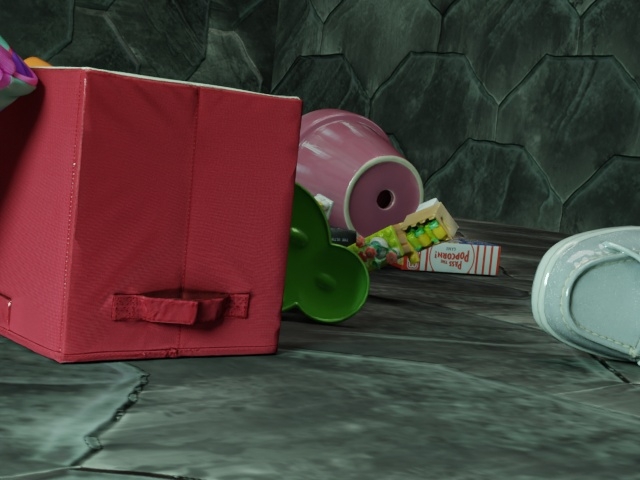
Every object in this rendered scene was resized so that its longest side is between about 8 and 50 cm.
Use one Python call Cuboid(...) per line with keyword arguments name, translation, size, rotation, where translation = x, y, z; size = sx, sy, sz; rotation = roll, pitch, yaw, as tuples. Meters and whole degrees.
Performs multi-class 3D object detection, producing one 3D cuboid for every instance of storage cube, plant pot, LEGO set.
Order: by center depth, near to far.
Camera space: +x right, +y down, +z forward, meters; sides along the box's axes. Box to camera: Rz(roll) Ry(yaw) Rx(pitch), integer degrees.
Cuboid(name="storage cube", translation=(-0.147, -0.025, 0.814), size=(0.184, 0.193, 0.215), rotation=(2, 7, -38))
Cuboid(name="LEGO set", translation=(0.000, 0.000, 1.180), size=(0.287, 0.132, 0.107), rotation=(17, 19, 34))
Cuboid(name="plant pot", translation=(0.044, -0.075, 1.533), size=(0.201, 0.201, 0.180), rotation=(3, 14, -29))

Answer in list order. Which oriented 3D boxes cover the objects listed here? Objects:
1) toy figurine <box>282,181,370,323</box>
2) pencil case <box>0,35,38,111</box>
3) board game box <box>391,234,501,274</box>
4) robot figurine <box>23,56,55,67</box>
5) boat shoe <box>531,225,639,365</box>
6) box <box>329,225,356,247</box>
Cuboid(name="toy figurine", translation=(-0.036, 0.019, 1.042), size=(0.173, 0.130, 0.159), rotation=(28, -4, 2))
Cuboid(name="pencil case", translation=(-0.292, -0.052, 0.704), size=(0.104, 0.236, 0.104), rotation=(40, 1, -1))
Cuboid(name="board game box", translation=(0.157, 0.013, 1.598), size=(0.147, 0.045, 0.193), rotation=(4, 5, -15))
Cuboid(name="robot figurine", translation=(-0.308, -0.097, 0.993), size=(0.219, 0.158, 0.128), rotation=(24, 11, 41))
Cuboid(name="boat shoe", translation=(0.332, 0.057, 0.907), size=(0.320, 0.118, 0.103), rotation=(12, -1, -16))
Cuboid(name="box", translation=(-0.097, 0.000, 1.385), size=(0.231, 0.056, 0.183), rotation=(3, 4, -27))
